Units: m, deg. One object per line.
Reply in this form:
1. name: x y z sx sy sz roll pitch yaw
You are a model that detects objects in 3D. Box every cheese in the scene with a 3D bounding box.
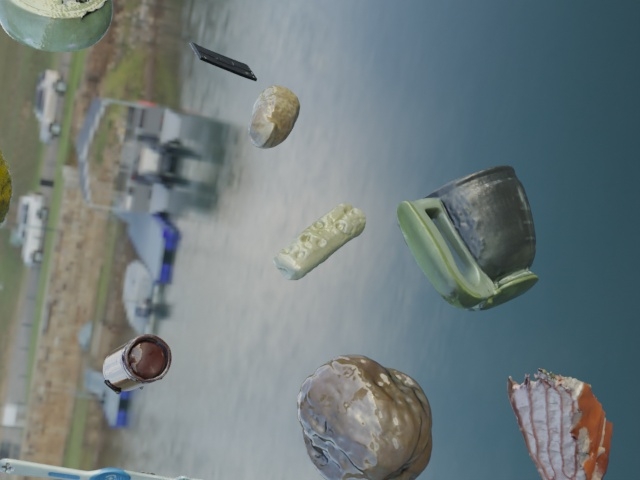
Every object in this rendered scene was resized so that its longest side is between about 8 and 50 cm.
1. cheese: 0.000 0.000 1.750 0.194 0.065 0.043 -37 -23 -36

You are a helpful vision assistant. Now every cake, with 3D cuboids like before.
1. cake: 0.348 0.272 1.527 0.098 0.287 0.135 7 60 38

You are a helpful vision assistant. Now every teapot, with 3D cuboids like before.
1. teapot: 0.285 0.001 1.898 0.239 0.239 0.321 65 -177 13

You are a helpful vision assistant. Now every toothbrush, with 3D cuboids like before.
1. toothbrush: -0.402 0.437 1.971 0.040 0.386 0.040 -169 90 -77

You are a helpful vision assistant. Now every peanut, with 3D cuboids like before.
1. peanut: -0.087 -0.229 1.967 0.104 0.086 0.228 -53 10 14

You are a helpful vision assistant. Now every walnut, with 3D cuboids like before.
1. walnut: 0.082 0.339 1.955 0.227 0.273 0.273 -56 22 12

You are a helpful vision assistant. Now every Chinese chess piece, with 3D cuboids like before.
1. Chinese chess piece: -0.336 -0.298 1.339 0.144 0.144 0.058 -98 18 -47

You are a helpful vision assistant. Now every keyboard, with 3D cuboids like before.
1. keyboard: -0.185 -0.340 2.020 0.010 0.155 0.053 -48 53 23

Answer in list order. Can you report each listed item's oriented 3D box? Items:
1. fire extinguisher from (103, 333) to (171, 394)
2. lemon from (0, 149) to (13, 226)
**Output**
1. fire extinguisher: -0.374 0.255 2.122 0.269 0.105 0.104 150 127 -63
2. lemon: -0.627 -0.086 1.621 0.268 0.322 0.268 -46 -35 -46
